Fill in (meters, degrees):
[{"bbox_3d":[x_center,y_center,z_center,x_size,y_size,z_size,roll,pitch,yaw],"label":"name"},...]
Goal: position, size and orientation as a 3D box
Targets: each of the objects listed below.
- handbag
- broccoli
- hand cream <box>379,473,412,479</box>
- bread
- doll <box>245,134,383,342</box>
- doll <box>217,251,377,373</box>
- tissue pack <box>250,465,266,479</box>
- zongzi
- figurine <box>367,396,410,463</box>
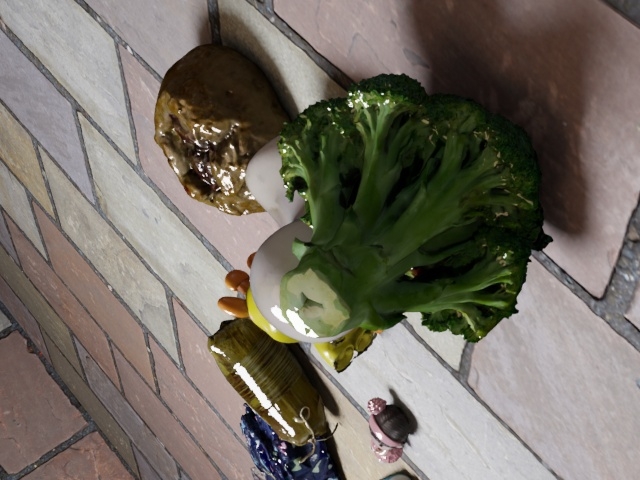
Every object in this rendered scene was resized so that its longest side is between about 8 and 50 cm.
[{"bbox_3d":[-0.054,0.364,1.994,0.162,0.113,0.260,46,164,42],"label":"handbag"},{"bbox_3d":[0.055,-0.019,1.042,0.269,0.269,0.254,33,141,45],"label":"broccoli"},{"bbox_3d":[0.112,0.402,1.804,0.083,0.048,0.224,52,164,13],"label":"hand cream"},{"bbox_3d":[-0.125,-0.132,1.455,0.230,0.123,0.230,47,155,30],"label":"bread"},{"bbox_3d":[0.000,0.000,1.256,0.251,0.221,0.221,48,156,21],"label":"doll"},{"bbox_3d":[-0.033,0.082,1.543,0.221,0.143,0.135,32,150,33],"label":"doll"},{"bbox_3d":[-0.040,0.543,2.256,0.173,0.073,0.235,32,147,46],"label":"tissue pack"},{"bbox_3d":[-0.080,0.226,1.905,0.248,0.111,0.241,51,176,-3],"label":"zongzi"},{"bbox_3d":[0.094,0.268,1.642,0.129,0.054,0.072,85,160,-62],"label":"figurine"}]
